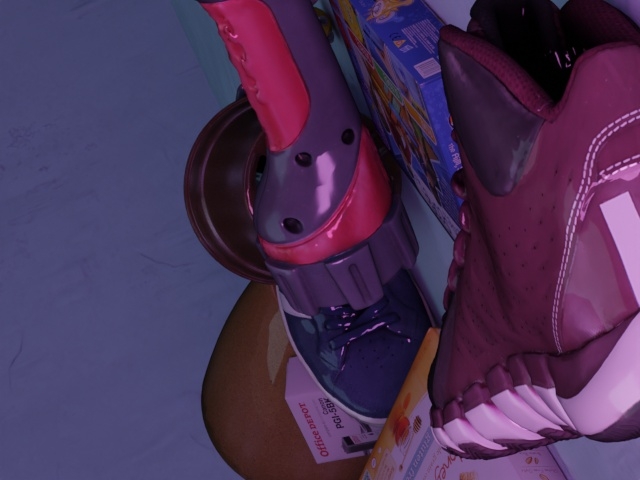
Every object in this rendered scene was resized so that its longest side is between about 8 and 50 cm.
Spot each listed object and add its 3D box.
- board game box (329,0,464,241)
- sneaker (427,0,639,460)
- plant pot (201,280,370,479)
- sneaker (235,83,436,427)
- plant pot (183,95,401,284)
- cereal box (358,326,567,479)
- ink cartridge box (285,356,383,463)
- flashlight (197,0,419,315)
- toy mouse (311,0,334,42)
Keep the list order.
[{"bbox_3d":[0.058,-0.078,0.948,0.201,0.035,0.136,-120,7,-57],"label":"board game box"},{"bbox_3d":[0.088,-0.010,0.624,0.281,0.106,0.162,140,111,-75],"label":"sneaker"},{"bbox_3d":[-0.002,0.104,1.677,0.254,0.237,0.237,97,151,-56],"label":"plant pot"},{"bbox_3d":[0.000,0.000,1.479,0.350,0.131,0.148,64,180,25],"label":"sneaker"},{"bbox_3d":[-0.014,-0.043,1.325,0.167,0.167,0.165,66,168,-7],"label":"plant pot"},{"bbox_3d":[0.113,0.205,1.228,0.173,0.047,0.240,-68,31,30],"label":"cereal box"},{"bbox_3d":[0.045,0.149,1.547,0.056,0.135,0.099,-85,-23,-49],"label":"ink cartridge box"},{"bbox_3d":[-0.035,-0.094,1.013,0.304,0.103,0.103,63,-146,-33],"label":"flashlight"},{"bbox_3d":[-0.023,-0.208,1.264,0.161,0.031,0.143,-130,16,-75],"label":"toy mouse"}]
